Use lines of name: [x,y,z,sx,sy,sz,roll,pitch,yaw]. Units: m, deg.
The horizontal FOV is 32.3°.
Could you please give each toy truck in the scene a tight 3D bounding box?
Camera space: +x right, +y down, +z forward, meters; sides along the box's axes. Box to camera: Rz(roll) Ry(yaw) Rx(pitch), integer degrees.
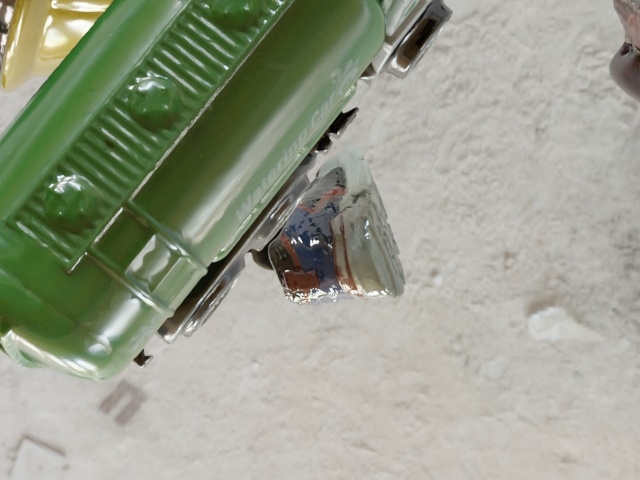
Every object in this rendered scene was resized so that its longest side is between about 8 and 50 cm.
toy truck: [-0.034,-0.060,0.393,0.101,0.125,0.242,38,81,2]

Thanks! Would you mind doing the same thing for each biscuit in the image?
biscuit: [0.323,-0.243,1.103,0.063,0.151,0.235,-22,125,-1]

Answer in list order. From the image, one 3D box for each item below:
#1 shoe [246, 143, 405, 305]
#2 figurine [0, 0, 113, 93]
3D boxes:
shoe: [0.000,0.000,0.946,0.125,0.227,0.099,-23,110,6]
figurine: [-0.162,-0.173,0.520,0.256,0.167,0.192,15,101,15]
